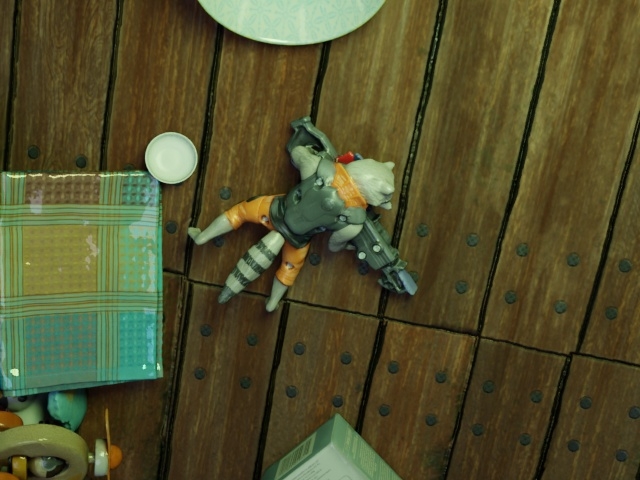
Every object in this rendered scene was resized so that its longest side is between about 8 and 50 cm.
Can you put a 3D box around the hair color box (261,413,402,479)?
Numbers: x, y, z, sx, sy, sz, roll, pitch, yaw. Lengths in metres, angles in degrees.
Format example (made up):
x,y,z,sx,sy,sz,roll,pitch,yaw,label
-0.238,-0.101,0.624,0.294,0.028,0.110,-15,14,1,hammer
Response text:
x,y,z,sx,sy,sz,roll,pitch,yaw,label
0.083,0.510,1.526,0.185,0.113,0.374,-41,97,15,hair color box

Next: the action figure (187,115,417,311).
x,y,z,sx,sy,sz,roll,pitch,yaw,label
0.000,0.000,1.362,0.330,0.178,0.341,-38,97,24,action figure

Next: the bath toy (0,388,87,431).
x,y,z,sx,sy,sz,roll,pitch,yaw,label
-0.599,0.292,1.529,0.348,0.129,0.152,-6,105,9,bath toy

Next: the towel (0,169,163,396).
x,y,z,sx,sy,sz,roll,pitch,yaw,label
-0.391,0.069,1.419,0.271,0.040,0.371,-3,103,-24,towel

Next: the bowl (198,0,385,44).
x,y,z,sx,sy,sz,roll,pitch,yaw,label
-0.042,-0.431,1.233,0.289,0.289,0.156,-5,63,8,bowl

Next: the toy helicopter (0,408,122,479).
x,y,z,sx,sy,sz,roll,pitch,yaw,label
-0.424,0.401,1.487,0.234,0.140,0.355,-18,141,4,toy helicopter

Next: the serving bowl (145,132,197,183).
x,y,z,sx,sy,sz,roll,pitch,yaw,label
-0.244,-0.133,1.416,0.083,0.027,0.084,0,88,-10,serving bowl
